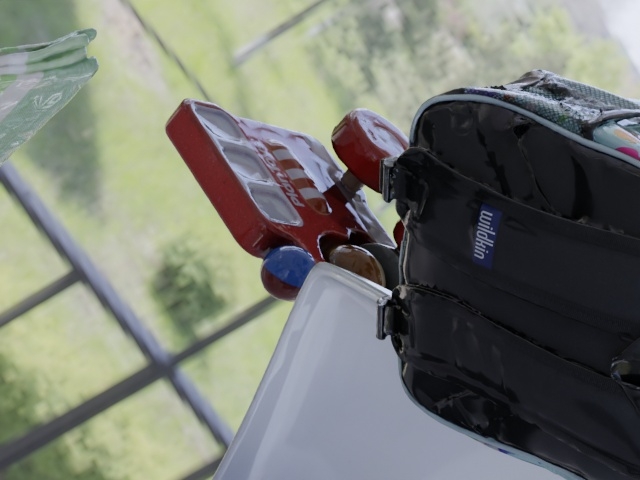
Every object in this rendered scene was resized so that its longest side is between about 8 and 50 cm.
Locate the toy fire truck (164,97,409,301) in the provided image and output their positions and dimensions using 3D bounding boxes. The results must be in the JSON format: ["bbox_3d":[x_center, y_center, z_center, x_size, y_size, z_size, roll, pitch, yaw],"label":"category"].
[{"bbox_3d":[0.000,0.000,1.621,0.254,0.169,0.302,9,42,-51],"label":"toy fire truck"}]

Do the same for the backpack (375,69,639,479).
[{"bbox_3d":[0.177,0.029,0.987,0.253,0.191,0.225,28,-59,50],"label":"backpack"}]

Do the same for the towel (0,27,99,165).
[{"bbox_3d":[-0.320,-0.055,1.065,0.325,0.248,0.038,-12,72,-46],"label":"towel"}]

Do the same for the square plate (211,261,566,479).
[{"bbox_3d":[0.097,0.200,1.300,0.344,0.347,0.049,27,40,1],"label":"square plate"}]
